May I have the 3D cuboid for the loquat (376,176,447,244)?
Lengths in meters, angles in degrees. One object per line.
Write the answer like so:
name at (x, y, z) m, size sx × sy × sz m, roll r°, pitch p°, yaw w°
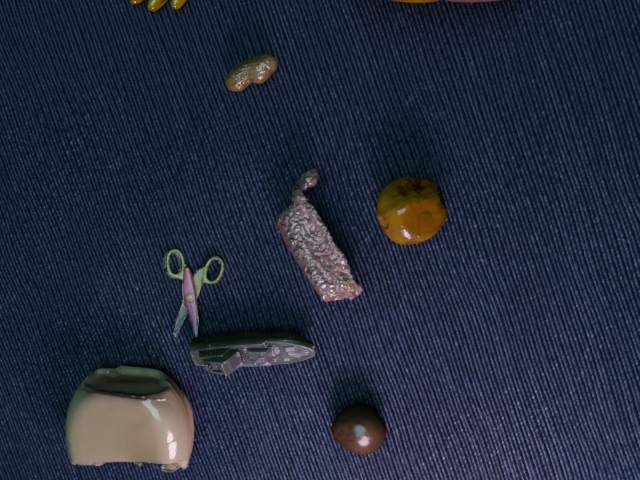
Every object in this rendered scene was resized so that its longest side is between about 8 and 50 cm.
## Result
loquat at (0.173, -0.057, 1.360) m, size 0.137 × 0.113 × 0.137 m, roll 1°, pitch 79°, yaw -6°

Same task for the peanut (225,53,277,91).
peanut at (-0.135, -0.327, 1.405) m, size 0.113 × 0.054 × 0.053 m, roll -22°, pitch 93°, yaw 13°

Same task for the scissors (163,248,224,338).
scissors at (-0.271, 0.115, 1.492) m, size 0.134 × 0.020 × 0.187 m, roll 8°, pitch 96°, yaw 11°

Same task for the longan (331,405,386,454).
longan at (0.076, 0.380, 1.435) m, size 0.113 × 0.092 × 0.113 m, roll 8°, pitch 141°, yaw 6°

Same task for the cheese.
cheese at (-0.394, 0.386, 1.491) m, size 0.266 × 0.127 × 0.233 m, roll 2°, pitch 100°, yaw 11°

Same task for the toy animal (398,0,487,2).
toy animal at (0.199, -0.526, 1.199) m, size 0.345 × 0.277 × 0.246 m, roll 5°, pitch 114°, yaw 7°

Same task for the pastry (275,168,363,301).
pastry at (-0.013, 0.002, 1.397) m, size 0.112 × 0.103 × 0.265 m, roll -21°, pitch 87°, yaw -7°

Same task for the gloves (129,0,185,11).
gloves at (-0.278, -0.574, 1.380) m, size 0.133 × 0.116 × 0.294 m, roll 39°, pitch 107°, yaw 10°

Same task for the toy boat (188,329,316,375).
toy boat at (-0.136, 0.227, 1.449) m, size 0.261 × 0.085 × 0.078 m, roll -4°, pitch 132°, yaw 9°
